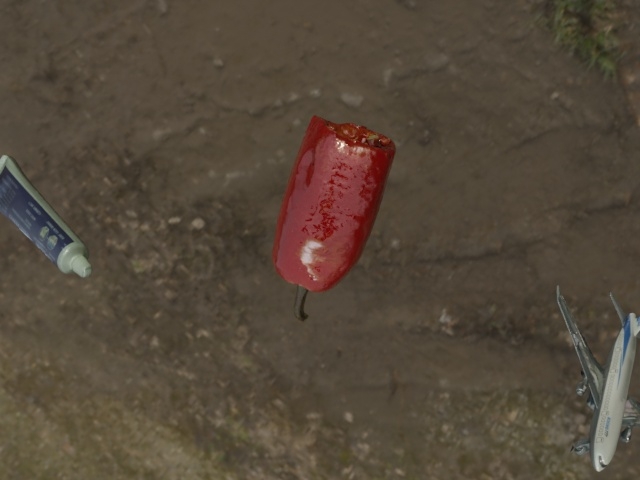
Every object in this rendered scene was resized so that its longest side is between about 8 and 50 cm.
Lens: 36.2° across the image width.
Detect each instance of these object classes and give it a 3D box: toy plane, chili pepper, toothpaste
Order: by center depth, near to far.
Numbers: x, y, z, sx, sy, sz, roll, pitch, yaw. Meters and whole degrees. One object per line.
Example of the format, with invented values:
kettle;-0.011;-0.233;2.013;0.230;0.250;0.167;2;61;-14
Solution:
toothpaste;-0.190;-0.014;0.660;0.140;0.037;0.021;38;-173;37
toy plane;0.308;0.150;1.025;0.226;0.226;0.058;45;145;-16
chili pepper;-0.003;0.001;1.392;0.134;0.131;0.338;10;115;-26
